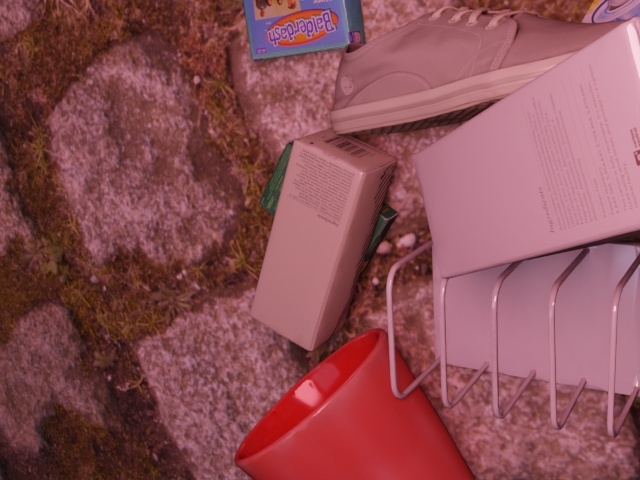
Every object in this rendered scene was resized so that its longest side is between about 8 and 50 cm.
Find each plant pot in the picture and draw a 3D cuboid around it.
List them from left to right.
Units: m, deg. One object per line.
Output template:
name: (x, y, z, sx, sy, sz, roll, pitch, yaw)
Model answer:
plant pot: (0.061, 0.296, 1.145, 0.243, 0.275, 0.275, 48, 124, -3)

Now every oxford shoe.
oxford shoe: (0.182, -0.204, 0.936, 0.449, 0.169, 0.130, -3, 92, 44)

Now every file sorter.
file sorter: (0.239, 0.106, 1.011, 0.277, 0.173, 0.193, 5, 108, 30)

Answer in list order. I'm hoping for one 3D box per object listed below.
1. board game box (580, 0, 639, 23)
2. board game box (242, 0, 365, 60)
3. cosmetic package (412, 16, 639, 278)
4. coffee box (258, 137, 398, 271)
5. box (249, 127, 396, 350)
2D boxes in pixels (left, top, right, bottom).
board game box: (0.369, -0.254, 0.883, 0.136, 0.035, 0.201, 37, 129, 17)
board game box: (-0.032, -0.351, 1.105, 0.160, 0.047, 0.210, 0, 105, 31)
cosmetic package: (0.268, -0.076, 0.794, 0.385, 0.217, 0.156, 158, 100, -68)
coffee box: (0.008, -0.046, 1.182, 0.184, 0.040, 0.113, 37, 122, 17)
box: (0.000, 0.000, 1.119, 0.113, 0.094, 0.275, 29, 120, 21)
